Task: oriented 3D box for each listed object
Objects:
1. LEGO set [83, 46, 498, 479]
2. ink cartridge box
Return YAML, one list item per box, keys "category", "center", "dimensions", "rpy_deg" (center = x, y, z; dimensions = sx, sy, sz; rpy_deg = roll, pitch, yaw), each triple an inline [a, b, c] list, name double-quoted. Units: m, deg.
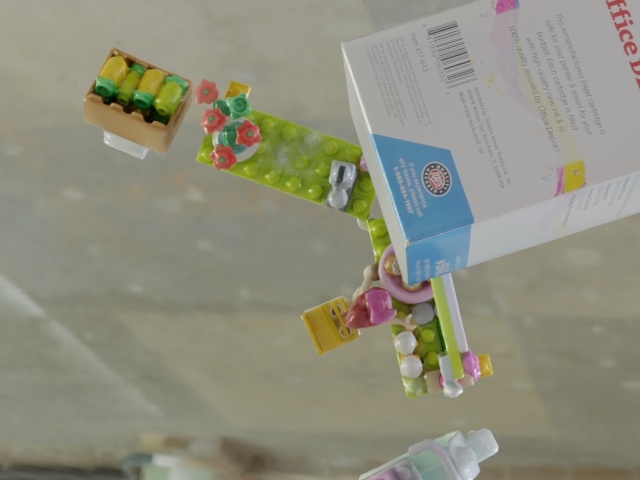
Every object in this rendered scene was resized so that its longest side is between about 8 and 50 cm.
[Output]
- category: "LEGO set"
  center: [0.000, 0.000, 0.751]
  dimensions: [0.132, 0.287, 0.107]
  rpy_deg: [-35, 179, 3]
- category: "ink cartridge box"
  center: [0.091, -0.051, 0.655]
  dimensions: [0.143, 0.092, 0.090]
  rpy_deg: [-17, 166, -1]
